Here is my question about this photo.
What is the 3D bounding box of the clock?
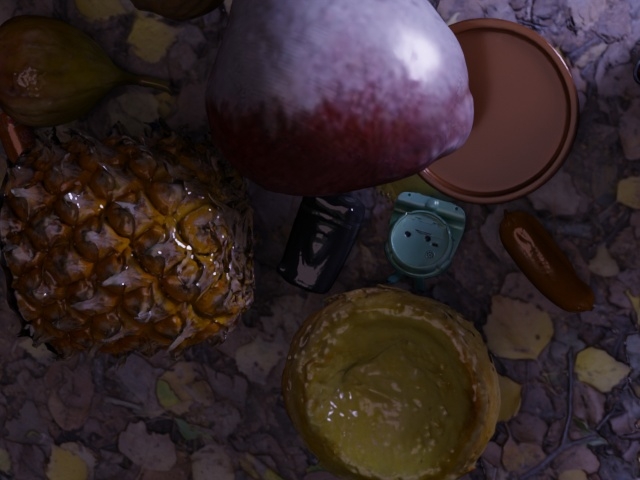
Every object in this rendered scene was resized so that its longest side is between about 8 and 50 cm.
[{"bbox_3d":[0.135,0.007,1.791,0.101,0.041,0.135,16,75,8],"label":"clock"}]

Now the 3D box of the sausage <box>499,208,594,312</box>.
[{"bbox_3d":[0.300,0.032,1.780,0.183,0.054,0.062,53,137,-5],"label":"sausage"}]

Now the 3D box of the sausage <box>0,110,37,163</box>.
[{"bbox_3d":[-0.399,-0.039,1.937,0.053,0.053,0.347,-16,99,17],"label":"sausage"}]

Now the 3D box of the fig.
[{"bbox_3d":[-0.335,-0.228,1.846,0.257,0.159,0.159,7,105,-5],"label":"fig"}]

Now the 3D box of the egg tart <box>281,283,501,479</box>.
[{"bbox_3d":[0.102,0.201,1.836,0.315,0.120,0.315,4,106,13],"label":"egg tart"}]

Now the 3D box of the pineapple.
[{"bbox_3d":[-0.243,-0.006,1.766,0.300,0.352,0.352,-8,101,9],"label":"pineapple"}]

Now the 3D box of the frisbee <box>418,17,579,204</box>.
[{"bbox_3d":[0.220,-0.171,1.769,0.251,0.021,0.250,3,103,14],"label":"frisbee"}]

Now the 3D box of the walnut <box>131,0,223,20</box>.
[{"bbox_3d":[-0.184,-0.391,1.732,0.213,0.213,0.213,3,104,13],"label":"walnut"}]

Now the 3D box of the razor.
[{"bbox_3d":[0.000,0.000,1.846,0.090,0.054,0.148,25,109,7],"label":"razor"}]

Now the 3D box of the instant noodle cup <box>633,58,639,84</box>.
[{"bbox_3d":[0.576,-0.172,1.534,0.340,0.340,0.266,-31,102,19],"label":"instant noodle cup"}]

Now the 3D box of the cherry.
[{"bbox_3d":[0.017,-0.220,1.677,0.335,0.291,0.326,-10,73,1],"label":"cherry"}]
